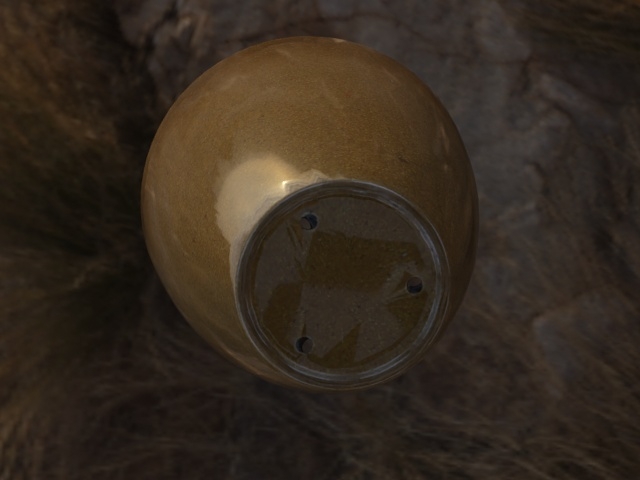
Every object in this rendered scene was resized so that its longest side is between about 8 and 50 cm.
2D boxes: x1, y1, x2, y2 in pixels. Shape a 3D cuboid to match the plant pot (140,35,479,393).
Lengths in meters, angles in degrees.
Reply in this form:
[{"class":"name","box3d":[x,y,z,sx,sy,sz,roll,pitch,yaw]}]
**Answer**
[{"class":"plant pot","box3d":[0.000,0.000,0.885,0.254,0.237,0.237,-108,43,-78]}]
